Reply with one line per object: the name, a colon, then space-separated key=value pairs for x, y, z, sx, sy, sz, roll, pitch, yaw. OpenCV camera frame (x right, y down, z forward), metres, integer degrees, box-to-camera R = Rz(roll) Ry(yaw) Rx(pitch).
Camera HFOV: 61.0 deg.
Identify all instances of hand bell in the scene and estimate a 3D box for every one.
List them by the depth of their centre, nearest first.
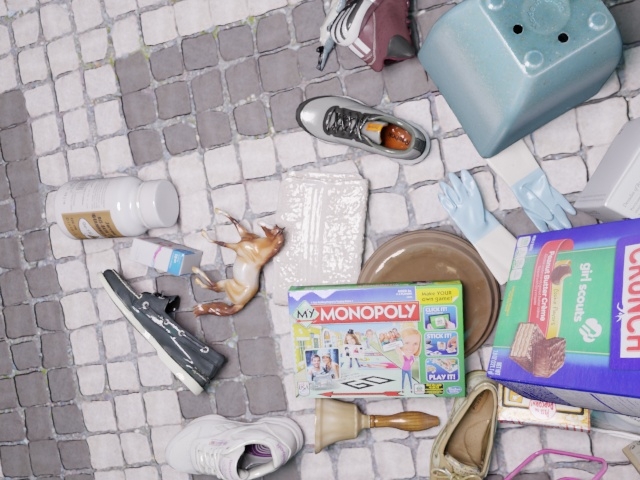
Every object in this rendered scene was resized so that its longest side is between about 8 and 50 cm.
hand bell: x=0.111 y=0.358 z=1.073 sx=0.242 sy=0.126 sz=0.126 roll=1 pitch=92 yaw=1

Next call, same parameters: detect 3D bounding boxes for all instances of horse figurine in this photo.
horse figurine: x=-0.178 y=0.056 z=1.125 sx=0.175 sy=0.066 sz=0.263 roll=24 pitch=106 yaw=14

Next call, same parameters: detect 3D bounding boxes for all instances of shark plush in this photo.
shark plush: x=0.037 y=-0.414 z=1.076 sx=0.067 sy=0.073 sz=0.161 roll=25 pitch=92 yaw=-20

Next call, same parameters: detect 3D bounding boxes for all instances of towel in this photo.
towel: x=0.000 y=0.000 z=1.100 sx=0.187 sy=0.049 sz=0.282 roll=3 pitch=93 yaw=14

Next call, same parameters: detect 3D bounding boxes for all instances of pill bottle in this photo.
pill bottle: x=-0.429 y=-0.071 z=1.156 sx=0.229 sy=0.131 sz=0.131 roll=-3 pitch=91 yaw=13

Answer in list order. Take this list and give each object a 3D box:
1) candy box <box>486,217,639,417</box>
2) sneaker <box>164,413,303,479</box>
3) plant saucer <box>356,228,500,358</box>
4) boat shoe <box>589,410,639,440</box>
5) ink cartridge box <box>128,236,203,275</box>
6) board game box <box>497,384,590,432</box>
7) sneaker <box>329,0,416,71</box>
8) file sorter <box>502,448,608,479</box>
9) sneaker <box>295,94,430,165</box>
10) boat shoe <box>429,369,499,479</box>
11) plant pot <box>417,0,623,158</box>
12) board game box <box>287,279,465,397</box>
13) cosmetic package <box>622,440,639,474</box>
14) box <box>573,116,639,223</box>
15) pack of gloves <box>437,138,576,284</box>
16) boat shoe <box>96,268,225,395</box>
candy box: x=0.433 y=0.114 z=0.816 sx=0.122 sy=0.317 sz=0.268 roll=29 pitch=69 yaw=-27
sneaker: x=-0.196 y=0.426 z=1.109 sx=0.305 sy=0.152 sz=0.114 roll=-13 pitch=91 yaw=15
plant saucer: x=0.204 y=0.118 z=1.039 sx=0.278 sy=0.041 sz=0.277 roll=1 pitch=98 yaw=5
boat shoe: x=0.469 y=0.285 z=0.974 sx=0.277 sy=0.096 sz=0.098 roll=15 pitch=98 yaw=14
ink cartridge box: x=-0.329 y=0.032 z=1.157 sx=0.123 sy=0.088 sz=0.052 roll=15 pitch=95 yaw=12
board game box: x=0.394 y=0.229 z=0.961 sx=0.147 sy=0.045 sz=0.193 roll=-1 pitch=64 yaw=26
sneaker: x=0.142 y=-0.438 z=1.038 sx=0.162 sy=0.106 sz=0.281 roll=39 pitch=75 yaw=-26
file sorter: x=0.449 y=0.530 z=0.919 sx=0.182 sy=0.202 sz=0.290 roll=-30 pitch=85 yaw=-21
sneaker: x=0.078 y=-0.222 z=1.045 sx=0.272 sy=0.108 sz=0.100 roll=18 pitch=98 yaw=13
boat shoe: x=0.271 y=0.388 z=1.028 sx=0.105 sy=0.089 sz=0.285 roll=13 pitch=95 yaw=12
plant pot: x=0.331 y=-0.320 z=0.891 sx=0.247 sy=0.252 sz=0.247 roll=-31 pitch=84 yaw=5
board game box: x=0.104 y=0.186 z=1.017 sx=0.318 sy=0.046 sz=0.213 roll=-3 pitch=99 yaw=8
cosmetic package: x=0.608 y=0.419 z=0.836 sx=0.113 sy=0.309 sz=0.160 roll=-38 pitch=83 yaw=12
box: x=0.541 y=-0.106 z=0.898 sx=0.119 sy=0.181 sz=0.181 roll=30 pitch=98 yaw=8
pack of gloves: x=0.348 y=-0.066 z=1.029 sx=0.195 sy=0.046 sz=0.232 roll=-36 pitch=87 yaw=0
boat shoe: x=-0.334 y=0.168 z=1.156 sx=0.113 sy=0.127 sz=0.340 roll=-41 pitch=73 yaw=-18
